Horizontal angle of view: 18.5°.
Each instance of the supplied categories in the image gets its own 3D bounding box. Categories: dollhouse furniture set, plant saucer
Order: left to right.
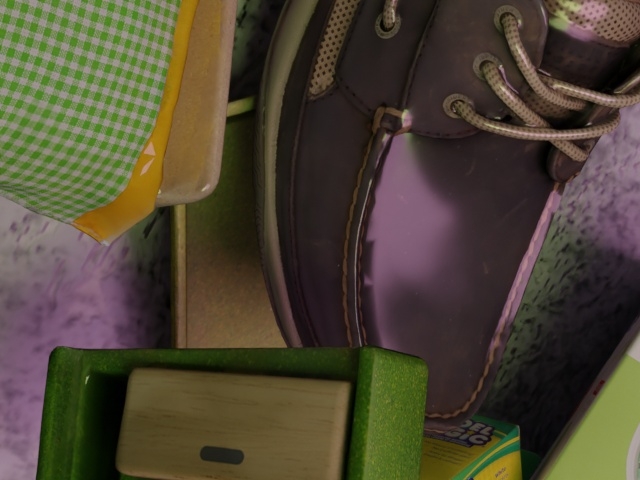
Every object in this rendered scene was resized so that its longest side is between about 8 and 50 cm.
[{"bbox_3d":[-0.071,-0.025,0.679,0.197,0.151,0.302,14,79,-53],"label":"dollhouse furniture set"},{"bbox_3d":[0.000,0.000,0.916,0.188,0.045,0.188,-18,124,-33],"label":"plant saucer"}]

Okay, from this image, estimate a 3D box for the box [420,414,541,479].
[{"bbox_3d":[0.020,0.120,0.931,0.179,0.105,0.043,-27,120,-49],"label":"box"}]

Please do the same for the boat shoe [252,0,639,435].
[{"bbox_3d":[0.065,-0.090,0.807,0.132,0.130,0.355,5,94,-36],"label":"boat shoe"}]

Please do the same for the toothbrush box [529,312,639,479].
[{"bbox_3d":[0.159,0.159,1.020,0.283,0.122,0.206,-56,172,1],"label":"toothbrush box"}]
